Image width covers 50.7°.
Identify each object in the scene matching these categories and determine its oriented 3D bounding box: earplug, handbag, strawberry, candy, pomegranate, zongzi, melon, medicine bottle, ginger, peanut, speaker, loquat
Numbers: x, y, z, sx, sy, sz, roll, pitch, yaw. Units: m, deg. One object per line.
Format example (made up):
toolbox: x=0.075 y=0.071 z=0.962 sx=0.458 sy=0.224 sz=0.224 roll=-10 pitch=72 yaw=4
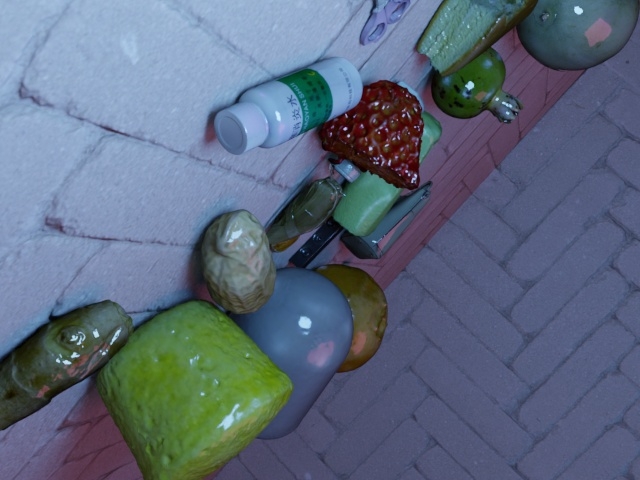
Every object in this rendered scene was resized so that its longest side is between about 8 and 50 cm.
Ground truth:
earplug: x=-0.094 y=0.255 z=1.692 sx=0.313 sy=0.313 sz=0.394 roll=-22 pitch=150 yaw=-57
handbag: x=0.207 y=-0.084 z=1.974 sx=0.315 sy=0.109 sz=0.241 roll=-49 pitch=-166 yaw=-13
strawberry: x=0.118 y=-0.207 z=1.292 sx=0.178 sy=0.234 sz=0.234 roll=-61 pitch=165 yaw=0
candy: x=0.155 y=-0.162 z=1.617 sx=0.142 sy=0.132 sz=0.343 roll=-19 pitch=150 yaw=-55
pomegranate: x=0.358 y=-0.358 z=1.543 sx=0.179 sy=0.211 sz=0.179 roll=-164 pitch=-90 yaw=-76
zongzi: x=-0.042 y=-0.060 z=1.416 sx=0.178 sy=0.081 sz=0.189 roll=-32 pitch=171 yaw=-27
melon: x=0.604 y=-0.535 z=1.605 sx=0.330 sy=0.268 sz=0.268 roll=-20 pitch=150 yaw=-49
medicine bottle: x=-0.045 y=-0.206 z=1.031 sx=0.260 sy=0.095 sz=0.095 roll=-33 pitch=160 yaw=-39
ginger: x=-0.410 y=0.183 z=1.035 sx=0.263 sy=0.116 sz=0.109 roll=-35 pitch=121 yaw=-22
medicine bottle: x=0.119 y=-0.227 z=1.444 sx=0.229 sy=0.083 sz=0.121 roll=-46 pitch=168 yaw=4
peanut: x=-0.155 y=0.048 z=1.311 sx=0.153 sy=0.140 sz=0.325 roll=-51 pitch=165 yaw=-26
speaker: x=0.000 y=0.000 z=1.790 sx=0.191 sy=0.040 sz=0.046 roll=-46 pitch=166 yaw=-3
loquat: x=0.041 y=0.225 z=1.968 sx=0.328 sy=0.328 sz=0.328 roll=-42 pitch=165 yaw=-15

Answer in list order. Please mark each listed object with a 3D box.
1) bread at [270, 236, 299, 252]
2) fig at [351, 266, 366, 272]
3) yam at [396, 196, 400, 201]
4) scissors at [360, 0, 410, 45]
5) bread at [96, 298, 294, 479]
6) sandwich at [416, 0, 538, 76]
bread: x=-0.076 y=-0.013 z=1.579 sx=0.110 sy=0.024 sz=0.110 roll=-43 pitch=165 yaw=-14
fig: x=0.078 y=0.184 z=2.348 sx=0.159 sy=0.159 sz=0.257 roll=-38 pitch=180 yaw=-28
yam: x=0.139 y=-0.095 z=1.880 sx=0.169 sy=0.068 sz=0.068 roll=-35 pitch=161 yaw=-26
scissors: x=0.097 y=-0.387 z=1.085 sx=0.110 sy=0.021 sz=0.212 roll=-44 pitch=165 yaw=2
bread: x=-0.263 y=0.312 z=1.368 sx=0.348 sy=0.308 sz=0.348 roll=-41 pitch=171 yaw=-8
sandwich: x=0.308 y=-0.439 z=1.331 sx=0.236 sy=0.122 sz=0.128 roll=-43 pitch=167 yaw=-11
